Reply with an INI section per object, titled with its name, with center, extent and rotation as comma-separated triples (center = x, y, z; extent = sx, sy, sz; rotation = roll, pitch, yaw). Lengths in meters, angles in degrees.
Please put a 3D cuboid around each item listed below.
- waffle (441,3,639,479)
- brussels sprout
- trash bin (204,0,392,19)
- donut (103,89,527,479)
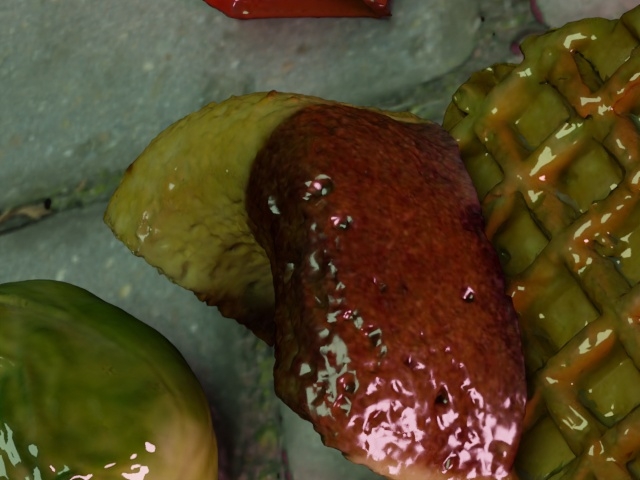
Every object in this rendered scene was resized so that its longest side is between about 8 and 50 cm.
[waffle]
center = 0.156, 0.022, 0.698
extent = 0.325, 0.068, 0.302
rotation = 2, 74, 42
[brussels sprout]
center = -0.155, 0.130, 0.799
extent = 0.223, 0.161, 0.223
rotation = -1, 80, 4
[trash bin]
center = -0.004, -0.253, 0.859
extent = 0.184, 0.161, 0.239
rotation = 2, 81, 27
[donut]
center = 0.000, 0.000, 0.740
extent = 0.295, 0.112, 0.151
rotation = 39, 104, 44
